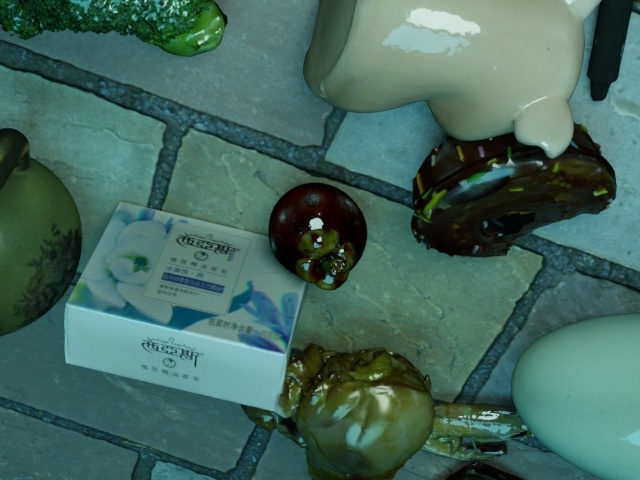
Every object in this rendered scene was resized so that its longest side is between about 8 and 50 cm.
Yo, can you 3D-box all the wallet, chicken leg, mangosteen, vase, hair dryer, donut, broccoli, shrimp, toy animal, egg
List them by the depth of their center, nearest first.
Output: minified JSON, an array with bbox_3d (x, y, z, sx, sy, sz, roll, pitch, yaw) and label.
[{"bbox_3d":[-0.199,-0.292,0.941,0.297,0.298,0.297,1,155,12],"label":"broccoli"},{"bbox_3d":[0.122,-0.189,0.965,0.256,0.213,0.195,12,87,-6],"label":"toy animal"},{"bbox_3d":[0.314,-0.238,0.973,0.114,0.071,0.248,4,133,9],"label":"hair dryer"},{"bbox_3d":[0.201,-0.063,1.082,0.216,0.096,0.230,10,150,-36],"label":"donut"},{"bbox_3d":[-0.422,0.005,1.173,0.240,0.302,0.329,25,128,-7],"label":"vase"},{"bbox_3d":[0.000,0.000,1.185,0.140,0.140,0.140,6,130,7],"label":"mangosteen"},{"bbox_3d":[0.422,0.201,1.196,0.370,0.230,0.230,7,130,11],"label":"egg"},{"bbox_3d":[-0.001,0.265,1.413,0.295,0.182,0.409,22,146,6],"label":"chicken leg"},{"bbox_3d":[0.243,0.281,1.424,0.250,0.052,0.144,-2,140,21],"label":"shrimp"},{"bbox_3d":[0.219,0.422,1.548,0.121,0.031,0.232,28,132,-18],"label":"wallet"}]

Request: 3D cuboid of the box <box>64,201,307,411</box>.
[{"bbox_3d":[-0.161,0.080,1.240,0.274,0.203,0.116,13,130,2],"label":"box"}]
